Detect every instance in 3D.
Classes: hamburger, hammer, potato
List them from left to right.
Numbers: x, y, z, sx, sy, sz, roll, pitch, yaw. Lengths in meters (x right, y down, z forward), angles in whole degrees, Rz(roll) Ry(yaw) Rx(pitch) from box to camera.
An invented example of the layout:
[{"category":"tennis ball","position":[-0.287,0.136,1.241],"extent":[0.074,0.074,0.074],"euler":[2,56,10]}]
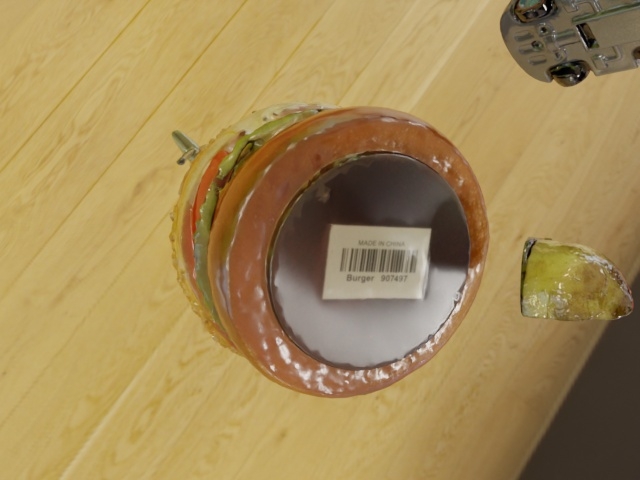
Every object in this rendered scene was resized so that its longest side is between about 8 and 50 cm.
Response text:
[{"category":"hammer","position":[-0.194,-0.129,1.142],"extent":[0.028,0.195,0.060],"euler":[-42,100,3]},{"category":"hamburger","position":[0.000,0.000,0.919],"extent":[0.330,0.250,0.329],"euler":[-6,105,-22]},{"category":"potato","position":[0.256,0.034,0.804],"extent":[0.096,0.103,0.066],"euler":[-47,134,-55]}]

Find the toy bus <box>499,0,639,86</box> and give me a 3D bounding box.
[{"category":"toy bus","position":[0.318,-0.269,0.910],"extent":[0.126,0.209,0.136],"euler":[46,55,-33]}]
